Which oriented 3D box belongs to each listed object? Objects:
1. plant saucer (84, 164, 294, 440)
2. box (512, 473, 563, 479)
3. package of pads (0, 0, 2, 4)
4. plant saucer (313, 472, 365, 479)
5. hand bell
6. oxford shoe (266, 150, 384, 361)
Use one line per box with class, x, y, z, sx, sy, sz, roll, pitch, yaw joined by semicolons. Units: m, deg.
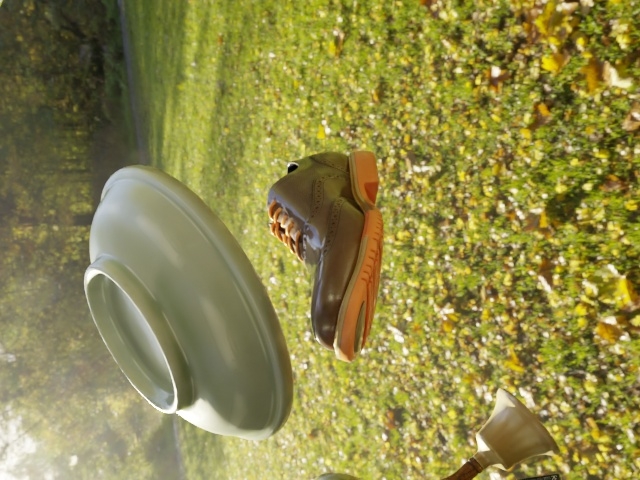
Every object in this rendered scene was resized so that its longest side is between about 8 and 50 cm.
plant saucer;-0.204;0.106;0.697;0.401;0.101;0.400;28;134;34
box;0.214;0.282;0.548;0.083;0.052;0.062;-23;38;25
package of pads;-0.435;-0.267;0.460;0.229;0.297;0.101;-59;9;11
plant saucer;0.074;0.396;0.675;0.241;0.037;0.240;22;132;27
hand bell;0.236;0.358;0.840;0.126;0.242;0.126;51;174;8
oxford shoe;0.000;0.000;0.618;0.363;0.133;0.129;-85;-1;-61
